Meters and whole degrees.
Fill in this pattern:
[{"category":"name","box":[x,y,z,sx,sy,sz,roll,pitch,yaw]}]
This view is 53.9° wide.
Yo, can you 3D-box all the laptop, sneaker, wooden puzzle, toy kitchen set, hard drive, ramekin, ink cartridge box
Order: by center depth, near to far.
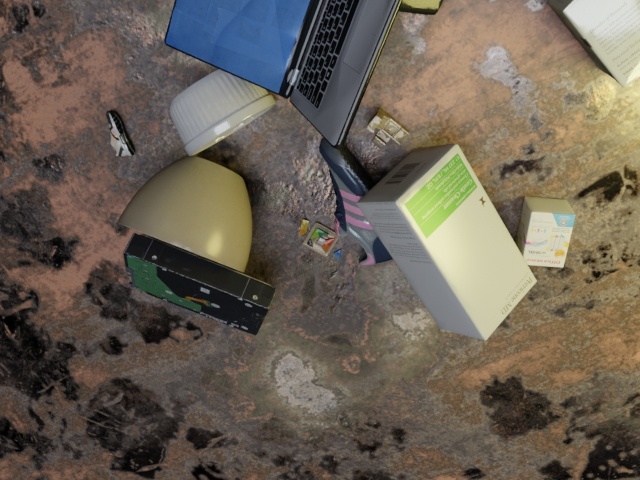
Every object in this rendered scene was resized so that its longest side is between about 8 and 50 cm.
[{"category":"laptop","box":[-0.062,-0.415,1.004,0.236,0.408,0.382,11,114,-26]},{"category":"ramekin","box":[-0.204,-0.267,1.261,0.207,0.207,0.109,-29,100,19]},{"category":"toy kitchen set","box":[0.130,-0.217,1.307,0.083,0.075,0.068,38,116,-7]},{"category":"ink cartridge box","box":[0.480,-0.011,1.355,0.092,0.090,0.143,4,116,5]},{"category":"sneaker","box":[0.065,-0.075,1.366,0.131,0.112,0.319,-29,108,17]},{"category":"sneaker","box":[-0.454,-0.234,1.397,0.043,0.040,0.109,-10,114,15]},{"category":"hard drive","box":[-0.282,0.107,1.464,0.339,0.064,0.237,21,154,-3]},{"category":"wooden puzzle","box":[0.000,0.000,1.467,0.116,0.014,0.078,23,117,-4]}]

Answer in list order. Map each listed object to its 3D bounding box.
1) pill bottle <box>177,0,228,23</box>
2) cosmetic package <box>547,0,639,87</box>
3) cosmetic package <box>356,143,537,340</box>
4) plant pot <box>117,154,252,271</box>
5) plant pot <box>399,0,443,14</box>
[{"category":"pill bottle","box":[-0.153,-0.461,1.199,0.216,0.121,0.121,-9,115,11]},{"category":"cosmetic package","box":[0.532,-0.403,1.120,0.183,0.151,0.151,44,114,-13]},{"category":"cosmetic package","box":[0.266,0.005,1.309,0.197,0.155,0.365,-44,111,-19]},{"category":"plant pot","box":[-0.261,-0.070,1.350,0.284,0.284,0.191,22,86,-4]},{"category":"plant pot","box":[0.149,-0.504,1.114,0.167,0.187,0.188,17,118,-16]}]
